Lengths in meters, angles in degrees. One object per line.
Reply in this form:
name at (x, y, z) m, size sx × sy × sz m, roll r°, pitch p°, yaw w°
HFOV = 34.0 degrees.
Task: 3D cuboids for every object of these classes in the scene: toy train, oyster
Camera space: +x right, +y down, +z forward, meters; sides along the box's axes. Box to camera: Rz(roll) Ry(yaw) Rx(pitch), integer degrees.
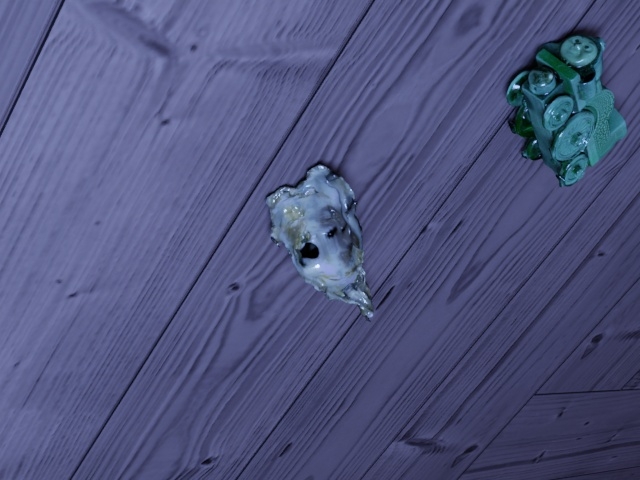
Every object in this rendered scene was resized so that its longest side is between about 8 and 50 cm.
toy train at (0.246, -0.128, 1.029) m, size 0.104 × 0.071 × 0.178 m, roll -42°, pitch 147°, yaw -3°
oyster at (0.001, 0.002, 1.011) m, size 0.106 × 0.061 × 0.200 m, roll -8°, pitch 138°, yaw -7°
